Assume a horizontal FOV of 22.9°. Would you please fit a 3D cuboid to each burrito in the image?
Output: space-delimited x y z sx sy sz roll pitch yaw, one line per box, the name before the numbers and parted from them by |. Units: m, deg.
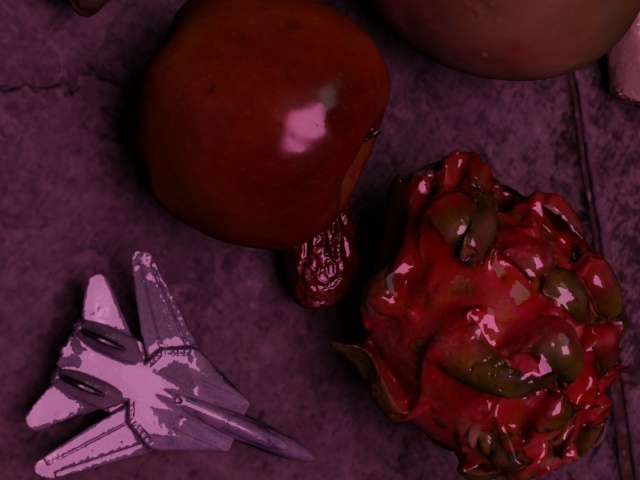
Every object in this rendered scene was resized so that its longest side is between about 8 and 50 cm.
burrito | 0.325 -0.230 1.609 0.087 0.060 0.226 -12 100 -30

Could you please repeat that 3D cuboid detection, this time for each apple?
apple | -0.058 -0.107 1.345 0.230 0.230 0.230 -2 95 -26

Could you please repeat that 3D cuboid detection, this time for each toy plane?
toy plane | -0.120 0.145 1.410 0.267 0.088 0.212 28 83 -33

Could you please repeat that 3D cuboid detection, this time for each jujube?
jujube | 0.000 0.000 1.457 0.077 0.077 0.129 -2 94 -26

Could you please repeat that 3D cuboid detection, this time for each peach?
peach | 0.165 -0.287 1.432 0.292 0.247 0.292 -1 112 -3

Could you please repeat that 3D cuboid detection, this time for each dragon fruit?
dragon fruit | 0.155 0.070 1.446 0.231 0.237 0.302 2 71 -61

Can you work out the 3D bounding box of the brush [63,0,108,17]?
brush | -0.277 -0.315 1.312 0.301 0.071 0.084 45 58 -13
